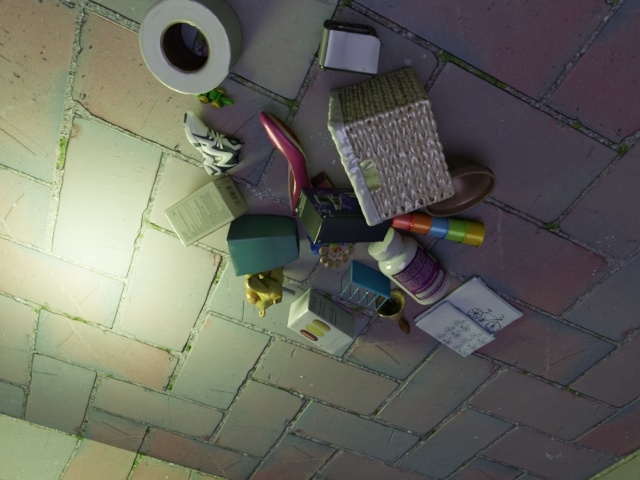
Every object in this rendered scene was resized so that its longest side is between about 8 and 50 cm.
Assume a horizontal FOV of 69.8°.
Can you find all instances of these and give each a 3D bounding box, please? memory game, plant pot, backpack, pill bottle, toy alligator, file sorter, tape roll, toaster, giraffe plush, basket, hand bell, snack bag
[{"bbox_3d":[0.068,0.020,1.662,0.186,0.012,0.186,-24,127,-35],"label":"memory game"},{"bbox_3d":[0.430,-0.185,1.479,0.237,0.109,0.237,-12,151,-7],"label":"plant pot"},{"bbox_3d":[0.000,0.000,1.675,0.098,0.101,0.120,2,130,11],"label":"backpack"},{"bbox_3d":[0.320,0.088,1.670,0.301,0.169,0.169,40,119,-22],"label":"pill bottle"},{"bbox_3d":[-0.358,-0.449,1.412,0.190,0.056,0.051,19,165,-9],"label":"toy alligator"},{"bbox_3d":[-0.197,0.008,1.659,0.234,0.165,0.165,-6,125,4],"label":"plant pot"},{"bbox_3d":[0.173,0.177,1.779,0.170,0.118,0.104,24,127,-13],"label":"file sorter"},{"bbox_3d":[-0.349,-0.549,1.265,0.246,0.169,0.246,2,126,2],"label":"tape roll"},{"bbox_3d":[0.073,-0.525,1.255,0.186,0.168,0.110,7,123,-2],"label":"toaster"},{"bbox_3d":[-0.222,0.197,1.797,0.210,0.181,0.170,38,133,-1],"label":"giraffe plush"},{"bbox_3d":[0.197,-0.279,1.321,0.266,0.331,0.328,-17,123,13],"label":"basket"},{"bbox_3d":[0.323,0.320,1.895,0.126,0.126,0.242,-18,135,16],"label":"hand bell"},{"bbox_3d":[0.618,0.325,1.899,0.323,0.037,0.342,36,120,-19],"label":"snack bag"}]

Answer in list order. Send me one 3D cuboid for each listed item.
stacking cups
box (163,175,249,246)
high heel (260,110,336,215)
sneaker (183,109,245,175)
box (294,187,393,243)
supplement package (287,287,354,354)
[{"bbox_3d":[0.408,-0.042,1.618,0.316,0.096,0.096,8,126,-1],"label":"stacking cups"},{"bbox_3d":[-0.391,-0.102,1.590,0.232,0.127,0.148,-26,98,22],"label":"box"},{"bbox_3d":[-0.116,-0.234,1.491,0.181,0.127,0.377,-33,121,13],"label":"high heel"},{"bbox_3d":[-0.325,-0.323,1.471,0.153,0.094,0.235,-12,124,11],"label":"sneaker"},{"bbox_3d":[0.073,-0.083,1.500,0.261,0.184,0.103,-2,131,-29],"label":"box"},{"bbox_3d":[0.005,0.334,1.890,0.244,0.134,0.139,35,120,-19],"label":"supplement package"}]
